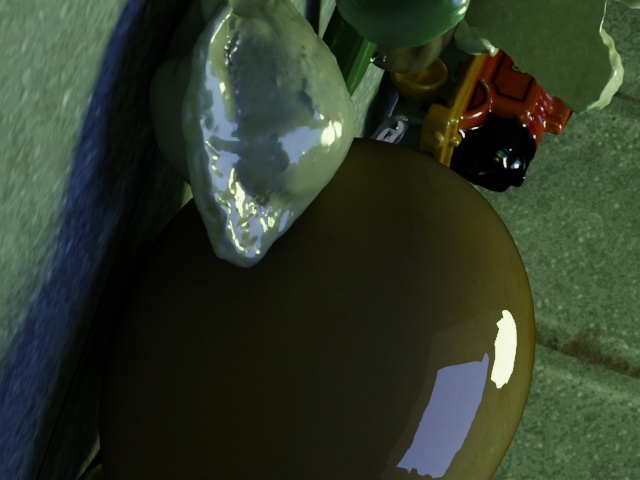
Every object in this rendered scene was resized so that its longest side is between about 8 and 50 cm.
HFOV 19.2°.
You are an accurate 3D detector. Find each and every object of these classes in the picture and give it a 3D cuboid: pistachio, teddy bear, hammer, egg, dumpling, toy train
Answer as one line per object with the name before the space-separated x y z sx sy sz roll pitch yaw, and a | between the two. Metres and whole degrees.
pistachio | 0.086 -0.234 1.963 0.108 0.126 0.185 -22 157 -16
teddy bear | 0.256 -0.341 2.101 0.362 0.375 0.327 -23 143 -61
hammer | 0.050 -0.214 1.702 0.335 0.119 0.206 115 -15 -59
egg | -0.003 0.095 1.378 0.301 0.301 0.374 99 15 -51
dumpling | -0.049 -0.116 1.257 0.179 0.131 0.252 65 28 -42
toy train | 0.213 -0.198 2.425 0.163 0.232 0.369 97 14 -46

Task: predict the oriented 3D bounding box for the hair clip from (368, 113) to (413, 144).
hair clip | -0.010 -0.009 1.802 0.278 0.090 0.137 -62 154 7

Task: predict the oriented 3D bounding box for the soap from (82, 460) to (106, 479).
soap | -0.174 0.320 1.527 0.199 0.091 0.315 -62 169 -55
